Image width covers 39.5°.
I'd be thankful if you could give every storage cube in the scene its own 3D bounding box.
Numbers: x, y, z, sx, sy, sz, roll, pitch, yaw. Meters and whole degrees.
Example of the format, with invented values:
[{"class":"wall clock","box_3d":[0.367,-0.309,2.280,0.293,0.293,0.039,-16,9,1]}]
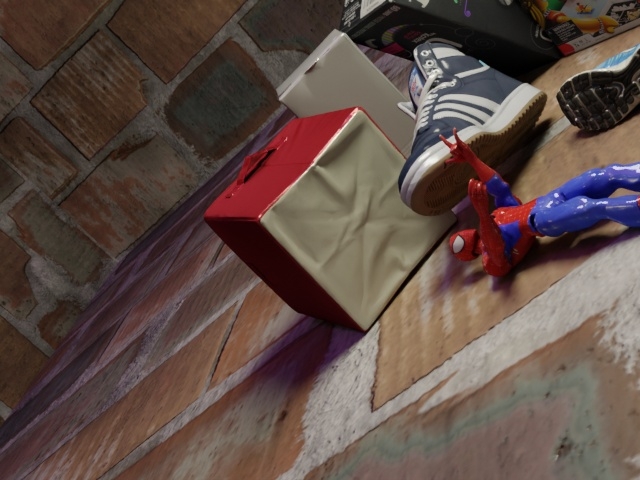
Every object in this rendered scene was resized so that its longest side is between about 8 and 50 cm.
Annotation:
[{"class":"storage cube","box_3d":[0.006,-0.027,1.066,0.184,0.215,0.193,-48,20,-15]}]

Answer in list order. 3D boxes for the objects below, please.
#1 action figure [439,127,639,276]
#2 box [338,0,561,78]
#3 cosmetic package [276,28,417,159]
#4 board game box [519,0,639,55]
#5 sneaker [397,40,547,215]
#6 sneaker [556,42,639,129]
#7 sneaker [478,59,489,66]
[{"class":"action figure","box_3d":[0.188,-0.052,0.774,0.280,0.139,0.091,-31,19,52]},{"class":"box","box_3d":[0.184,-0.329,1.234,0.165,0.270,0.143,168,112,-67]},{"class":"cosmetic package","box_3d":[0.063,-0.162,1.220,0.127,0.238,0.107,-43,14,8]},{"class":"board game box","box_3d":[0.337,-0.341,1.038,0.053,0.193,0.305,-50,14,-20]},{"class":"sneaker","box_3d":[0.127,-0.132,0.993,0.282,0.153,0.099,-36,-27,-44]},{"class":"sneaker","box_3d":[0.317,-0.164,0.905,0.162,0.063,0.073,-24,7,46]},{"class":"sneaker","box_3d":[0.208,-0.180,1.203,0.092,0.087,0.228,-52,7,0]}]
